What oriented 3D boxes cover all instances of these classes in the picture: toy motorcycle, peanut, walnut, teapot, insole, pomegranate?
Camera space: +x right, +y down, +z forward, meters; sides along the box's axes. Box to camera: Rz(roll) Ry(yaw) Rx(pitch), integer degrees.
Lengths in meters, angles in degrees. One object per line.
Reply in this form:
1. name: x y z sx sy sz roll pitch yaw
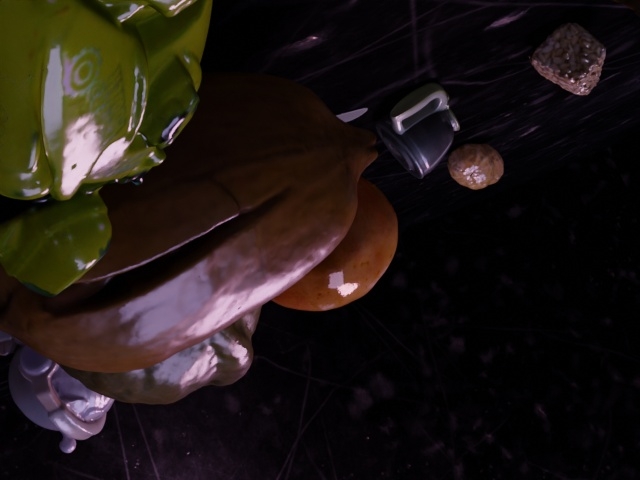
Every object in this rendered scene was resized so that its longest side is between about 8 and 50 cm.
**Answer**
1. toy motorcycle: -0.137 -0.070 0.520 0.206 0.142 0.342 -20 171 -26
2. peanut: 0.298 -0.141 1.975 0.089 0.089 0.193 -27 174 26
3. walnut: -0.099 -0.027 0.807 0.336 0.209 0.209 -22 174 -24
4. teapot: 0.130 -0.138 1.294 0.091 0.092 0.124 -41 -178 -5
5. insole: -0.006 -0.131 1.203 0.153 0.002 0.053 -20 173 -37
6. pomegranate: -0.004 -0.004 1.377 0.209 0.209 0.209 -24 174 -3
7. walnut: -0.175 0.051 1.052 0.227 0.283 0.283 -55 -176 -18

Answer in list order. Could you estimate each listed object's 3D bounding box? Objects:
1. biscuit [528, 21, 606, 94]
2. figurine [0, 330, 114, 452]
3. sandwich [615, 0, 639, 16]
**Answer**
1. biscuit: 0.313 -0.226 1.314 0.070 0.082 0.168 -51 169 10
2. figurine: -0.296 0.122 1.203 0.141 0.236 0.162 -18 172 7
3. sandwich: 0.360 -0.306 1.112 0.074 0.074 0.116 -20 140 -36
